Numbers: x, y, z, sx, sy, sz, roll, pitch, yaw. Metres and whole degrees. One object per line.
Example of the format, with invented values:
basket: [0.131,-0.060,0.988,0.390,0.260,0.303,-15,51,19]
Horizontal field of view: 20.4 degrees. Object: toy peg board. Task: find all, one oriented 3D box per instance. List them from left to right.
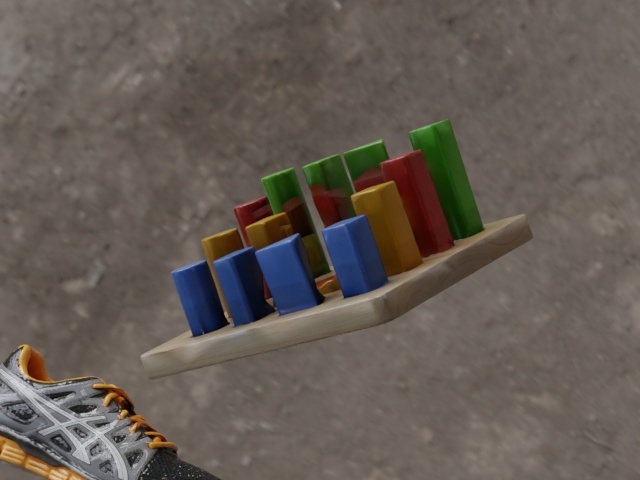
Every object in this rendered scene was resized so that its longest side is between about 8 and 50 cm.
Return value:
toy peg board: [0.000,0.000,0.944,0.161,0.160,0.079,-16,95,36]

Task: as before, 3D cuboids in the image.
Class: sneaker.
sneaker: [-0.152,0.139,1.236,0.215,0.084,0.083,20,81,18]
